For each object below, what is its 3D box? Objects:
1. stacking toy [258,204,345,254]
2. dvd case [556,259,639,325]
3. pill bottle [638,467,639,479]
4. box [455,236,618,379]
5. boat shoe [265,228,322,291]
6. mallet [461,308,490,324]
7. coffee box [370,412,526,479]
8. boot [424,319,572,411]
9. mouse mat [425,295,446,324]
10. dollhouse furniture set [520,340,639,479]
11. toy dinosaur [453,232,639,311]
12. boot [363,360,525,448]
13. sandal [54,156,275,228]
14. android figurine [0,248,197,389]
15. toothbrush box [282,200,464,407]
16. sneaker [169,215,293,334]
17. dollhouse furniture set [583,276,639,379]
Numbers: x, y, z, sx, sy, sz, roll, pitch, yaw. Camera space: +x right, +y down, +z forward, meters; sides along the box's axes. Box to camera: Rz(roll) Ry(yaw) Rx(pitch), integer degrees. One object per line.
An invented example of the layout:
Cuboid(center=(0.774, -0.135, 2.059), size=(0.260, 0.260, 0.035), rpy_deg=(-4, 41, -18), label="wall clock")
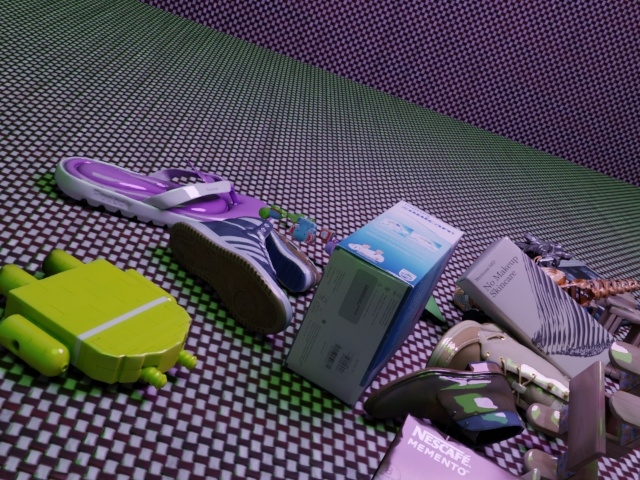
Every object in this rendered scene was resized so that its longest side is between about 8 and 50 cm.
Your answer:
Cuboid(center=(0.000, 0.000, 1.371), size=(0.221, 0.052, 0.167), rpy_deg=(28, 5, 18), label="stacking toy")
Cuboid(center=(0.657, 0.123, 1.752), size=(0.179, 0.029, 0.239), rpy_deg=(1, 31, -39), label="dvd case")
Cuboid(center=(0.616, 0.354, 1.072), size=(0.283, 0.160, 0.160), rpy_deg=(3, 31, -36), label="pill bottle")
Cuboid(center=(0.379, 0.128, 1.278), size=(0.275, 0.113, 0.094), rpy_deg=(43, -6, 3), label="box")
Cuboid(center=(-0.069, 0.028, 1.296), size=(0.066, 0.066, 0.183), rpy_deg=(3, 37, -51), label="boat shoe")
Cuboid(center=(0.356, 0.173, 1.386), size=(0.190, 0.039, 0.062), rpy_deg=(14, 24, -28), label="mallet")
Cuboid(center=(0.166, 0.323, 0.797), size=(0.247, 0.098, 0.141), rpy_deg=(28, 37, 13), label="coffee box")
Cuboid(center=(0.300, 0.221, 1.156), size=(0.203, 0.095, 0.262), rpy_deg=(38, 19, 33), label="boot")
Cuboid(center=(0.168, 0.074, 1.393), size=(0.153, 0.007, 0.189), rpy_deg=(37, 18, -24), label="mouse mat")
Cuboid(center=(0.328, 0.268, 0.953), size=(0.161, 0.212, 0.242), rpy_deg=(22, 51, -5), label="dollhouse furniture set")
Cuboid(center=(0.433, 0.102, 1.421), size=(0.322, 0.164, 0.218), rpy_deg=(18, 19, 14), label="toy dinosaur")
Cuboid(center=(0.176, 0.237, 1.011), size=(0.219, 0.082, 0.106), rpy_deg=(-10, 45, -15), label="boot")
Cuboid(center=(-0.262, -0.095, 1.326), size=(0.416, 0.102, 0.169), rpy_deg=(9, 27, -27), label="sandal")
Cuboid(center=(-0.286, 0.102, 0.952), size=(0.273, 0.056, 0.248), rpy_deg=(29, 25, 16), label="android figurine")
Cuboid(center=(0.090, 0.084, 1.120), size=(0.126, 0.216, 0.295), rpy_deg=(29, 24, 13), label="toothbrush box")
Cuboid(center=(-0.106, 0.043, 1.178), size=(0.153, 0.099, 0.282), rpy_deg=(-9, 35, -46), label="sneaker")
Cuboid(center=(0.600, 0.182, 1.463), size=(0.129, 0.129, 0.183), rpy_deg=(25, 19, 5), label="dollhouse furniture set")
